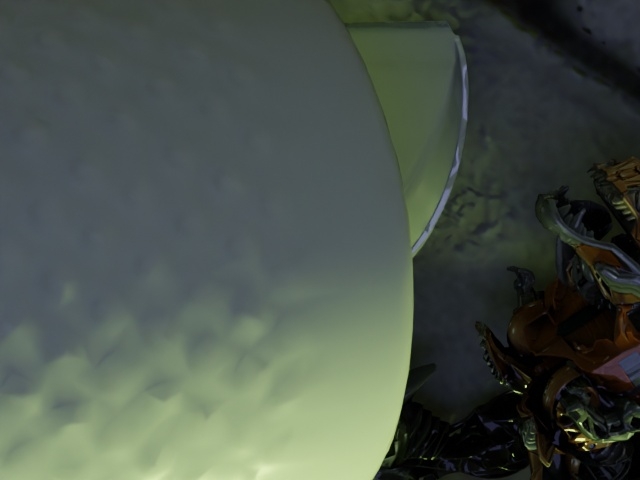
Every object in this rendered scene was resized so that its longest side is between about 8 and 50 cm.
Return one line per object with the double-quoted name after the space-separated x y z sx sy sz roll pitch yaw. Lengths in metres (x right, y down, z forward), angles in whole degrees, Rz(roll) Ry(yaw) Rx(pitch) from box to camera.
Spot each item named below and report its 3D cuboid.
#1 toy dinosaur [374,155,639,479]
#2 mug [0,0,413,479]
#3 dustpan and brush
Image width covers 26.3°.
0.138 0.116 0.697 0.219 0.164 0.321 -16 103 -1 "toy dinosaur"
-0.176 -0.028 0.551 0.328 0.276 0.374 -9 99 -31 "mug"
0.000 0.000 0.694 0.147 0.060 0.211 2 78 21 "dustpan and brush"
